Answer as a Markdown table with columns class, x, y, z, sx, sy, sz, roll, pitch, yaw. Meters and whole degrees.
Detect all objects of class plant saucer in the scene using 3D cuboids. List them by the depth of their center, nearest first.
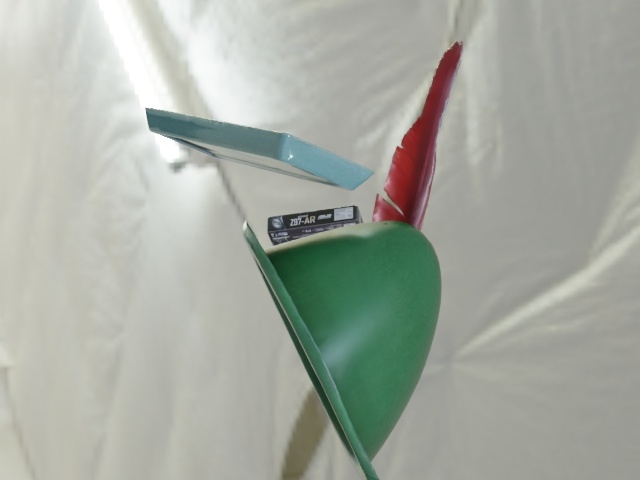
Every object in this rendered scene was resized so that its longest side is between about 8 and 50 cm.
| class | x | y | z | sx | sy | sz | roll | pitch | yaw |
| --- | --- | --- | --- | --- | --- | --- | --- | --- | --- |
| plant saucer | -0.045 | -0.058 | 0.960 | 0.192 | 0.067 | 0.018 | 18 | -93 | 58 |

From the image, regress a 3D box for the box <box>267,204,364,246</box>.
| class | x | y | z | sx | sy | sz | roll | pitch | yaw |
| --- | --- | --- | --- | --- | --- | --- | --- | --- | --- |
| box | 0.000 | 0.000 | 1.396 | 0.067 | 0.083 | 0.018 | 68 | 18 | -51 |

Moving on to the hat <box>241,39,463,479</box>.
| class | x | y | z | sx | sy | sz | roll | pitch | yaw |
| --- | --- | --- | --- | --- | --- | --- | --- | --- | --- |
| hat | 0.066 | 0.021 | 0.930 | 0.208 | 0.183 | 0.173 | 65 | -5 | -17 |
